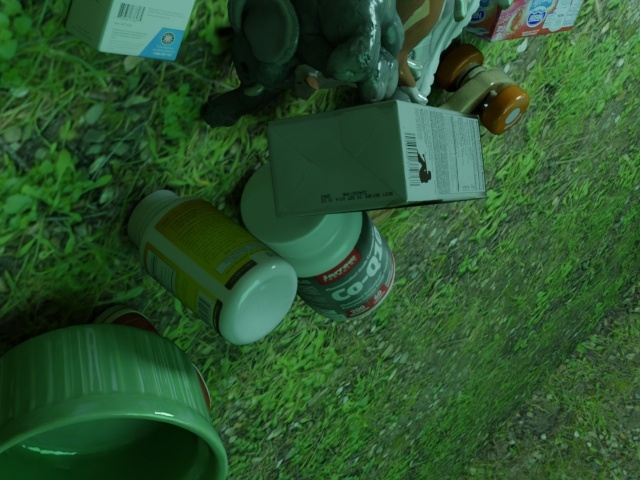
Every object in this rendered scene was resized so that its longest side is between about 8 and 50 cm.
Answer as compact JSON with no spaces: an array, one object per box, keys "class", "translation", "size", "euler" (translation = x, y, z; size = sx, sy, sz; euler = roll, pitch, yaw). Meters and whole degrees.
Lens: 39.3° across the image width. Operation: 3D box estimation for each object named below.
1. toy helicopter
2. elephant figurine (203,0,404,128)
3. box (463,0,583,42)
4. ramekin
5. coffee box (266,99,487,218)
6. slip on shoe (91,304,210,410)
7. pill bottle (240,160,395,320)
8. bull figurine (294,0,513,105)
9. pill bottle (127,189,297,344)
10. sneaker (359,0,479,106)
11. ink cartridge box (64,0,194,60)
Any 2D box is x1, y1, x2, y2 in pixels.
[{"class":"toy helicopter","translation":[0.193,-0.145,1.518],"size":[0.355,0.140,0.235],"euler":[-43,159,1]},{"class":"elephant figurine","translation":[-0.035,-0.237,1.031],"size":[0.169,0.239,0.186],"euler":[51,49,-63]},{"class":"box","translation":[0.303,-0.395,1.382],"size":[0.257,0.122,0.128],"euler":[-20,135,-44]},{"class":"ramekin","translation":[-0.273,0.237,1.076],"size":[0.303,0.148,0.303],"euler":[-11,137,-10]},{"class":"coffee box","translation":[0.082,-0.098,1.121],"size":[0.297,0.168,0.119],"euler":[-9,93,-63]},{"class":"slip on shoe","translation":[-0.224,0.207,1.269],"size":[0.123,0.101,0.331],"euler":[-46,150,-17]},{"class":"pill bottle","translation":[0.000,0.000,1.315],"size":[0.161,0.161,0.283],"euler":[-51,150,-7]},{"class":"bull figurine","translation":[0.101,-0.276,1.163],"size":[0.188,0.101,0.310],"euler":[27,112,-40]},{"class":"pill bottle","translation":[-0.138,0.024,1.089],"size":[0.117,0.215,0.117],"euler":[-35,145,-30]},{"class":"sneaker","translation":[0.113,-0.281,1.289],"size":[0.115,0.105,0.281],"euler":[20,108,-28]},{"class":"ink cartridge box","translation":[-0.172,-0.277,0.889],"size":[0.104,0.061,0.181],"euler":[-6,126,-53]}]
